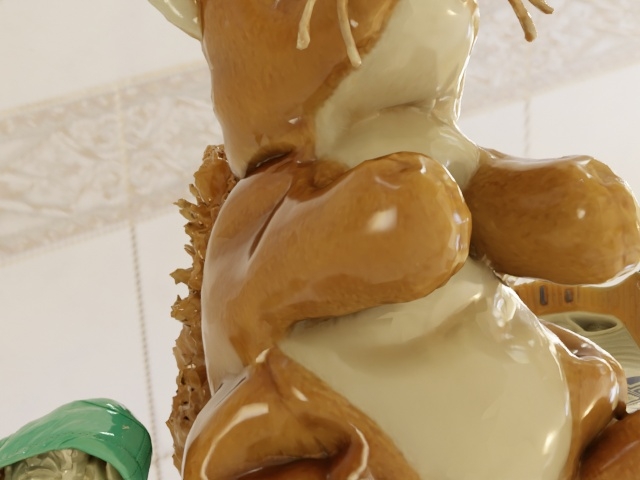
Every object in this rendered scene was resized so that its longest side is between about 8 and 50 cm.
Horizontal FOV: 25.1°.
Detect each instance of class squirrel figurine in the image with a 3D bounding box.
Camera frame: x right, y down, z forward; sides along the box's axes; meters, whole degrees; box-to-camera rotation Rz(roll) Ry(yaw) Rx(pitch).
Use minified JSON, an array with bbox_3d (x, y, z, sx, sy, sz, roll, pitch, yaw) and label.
[{"bbox_3d":[0.000,0.000,0.828,0.281,0.397,0.370,-15,86,-24],"label":"squirrel figurine"}]

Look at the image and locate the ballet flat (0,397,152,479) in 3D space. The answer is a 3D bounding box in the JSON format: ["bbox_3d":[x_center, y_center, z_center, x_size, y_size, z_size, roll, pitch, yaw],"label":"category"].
[{"bbox_3d":[-0.198,0.162,0.746,0.247,0.087,0.083,-30,107,-6],"label":"ballet flat"}]

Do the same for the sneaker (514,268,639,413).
[{"bbox_3d":[0.276,0.086,1.177,0.131,0.296,0.112,46,50,-50],"label":"sneaker"}]
